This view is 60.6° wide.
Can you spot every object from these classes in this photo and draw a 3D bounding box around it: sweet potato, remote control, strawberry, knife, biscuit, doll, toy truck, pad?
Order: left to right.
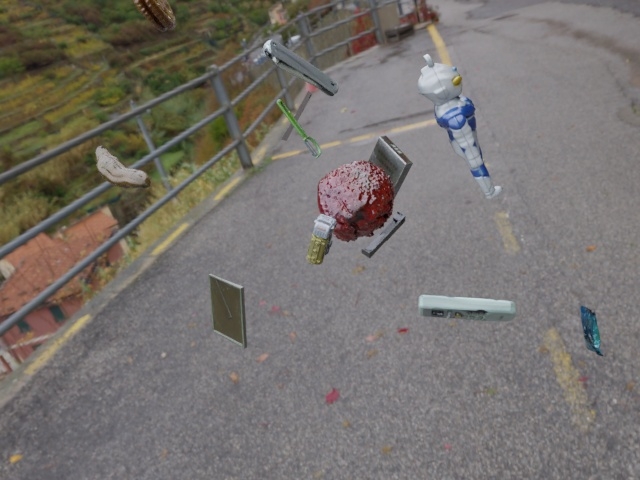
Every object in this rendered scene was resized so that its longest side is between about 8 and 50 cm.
[{"bbox_3d":[-0.400,-0.133,1.103,0.182,0.053,0.054,27,59,30],"label":"sweet potato"},{"bbox_3d":[-0.531,-0.749,1.694,0.066,0.220,0.220,-26,26,10],"label":"biscuit"},{"bbox_3d":[-0.083,-0.429,1.894,0.006,0.187,0.113,30,9,0],"label":"pad"},{"bbox_3d":[-0.062,-0.348,1.683,0.015,0.212,0.054,-28,16,41],"label":"knife"},{"bbox_3d":[-0.053,-0.487,1.572,0.041,0.266,0.073,-36,48,37],"label":"knife"},{"bbox_3d":[0.000,0.000,1.378,0.052,0.123,0.063,22,34,10],"label":"toy truck"},{"bbox_3d":[0.123,-0.117,1.753,0.274,0.274,0.220,-25,24,-14],"label":"strawberry"},{"bbox_3d":[0.196,-0.161,0.762,0.057,0.227,0.114,-26,39,21],"label":"doll"},{"bbox_3d":[0.457,0.216,1.717,0.297,0.140,0.056,3,71,11],"label":"remote control"}]

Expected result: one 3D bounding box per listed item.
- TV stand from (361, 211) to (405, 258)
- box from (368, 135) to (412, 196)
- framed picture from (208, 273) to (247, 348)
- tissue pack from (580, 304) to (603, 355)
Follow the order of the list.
[{"bbox_3d":[0.278,-0.026,2.400,0.049,0.040,0.256,34,66,26],"label":"TV stand"},{"bbox_3d":[0.246,-0.243,2.232,0.047,0.324,0.180,-16,55,-34],"label":"box"},{"bbox_3d":[-0.360,0.271,2.119,0.192,0.265,0.018,19,29,36],"label":"framed picture"},{"bbox_3d":[0.782,0.262,1.589,0.028,0.138,0.085,-9,4,0],"label":"tissue pack"}]
